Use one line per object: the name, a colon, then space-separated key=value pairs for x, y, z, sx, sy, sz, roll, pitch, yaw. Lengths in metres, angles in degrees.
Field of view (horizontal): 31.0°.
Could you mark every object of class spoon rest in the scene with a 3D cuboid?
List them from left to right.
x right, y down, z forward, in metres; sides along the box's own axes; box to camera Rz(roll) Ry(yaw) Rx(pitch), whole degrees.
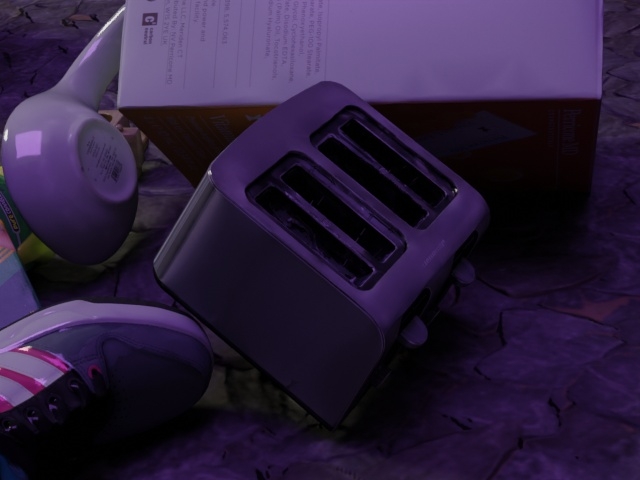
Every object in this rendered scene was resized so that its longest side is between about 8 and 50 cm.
spoon rest: x=-0.187 y=-0.096 z=0.957 sx=0.084 sy=0.137 sz=0.276 roll=-18 pitch=39 yaw=30

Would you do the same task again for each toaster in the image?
toaster: x=0.000 y=0.000 z=0.746 sx=0.185 sy=0.110 sz=0.168 roll=40 pitch=41 yaw=7

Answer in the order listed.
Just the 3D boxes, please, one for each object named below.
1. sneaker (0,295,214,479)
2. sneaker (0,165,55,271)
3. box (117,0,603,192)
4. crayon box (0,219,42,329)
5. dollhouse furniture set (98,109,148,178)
sneaker: x=-0.168 y=0.125 z=0.620 sx=0.295 sy=0.124 sz=0.178 roll=-10 pitch=37 yaw=-28
sneaker: x=-0.357 y=-0.014 z=0.911 sx=0.295 sy=0.110 sz=0.123 roll=3 pitch=27 yaw=16
box: x=0.043 y=-0.145 z=0.913 sx=0.345 sy=0.168 sz=0.215 roll=0 pitch=-15 yaw=11
crayon box: x=-0.300 y=0.011 z=0.778 sx=0.165 sy=0.081 sz=0.278 roll=-21 pitch=56 yaw=-19
dollhouse furniture set: x=-0.176 y=-0.140 z=1.085 sx=0.151 sy=0.123 sz=0.144 roll=0 pitch=30 yaw=11
